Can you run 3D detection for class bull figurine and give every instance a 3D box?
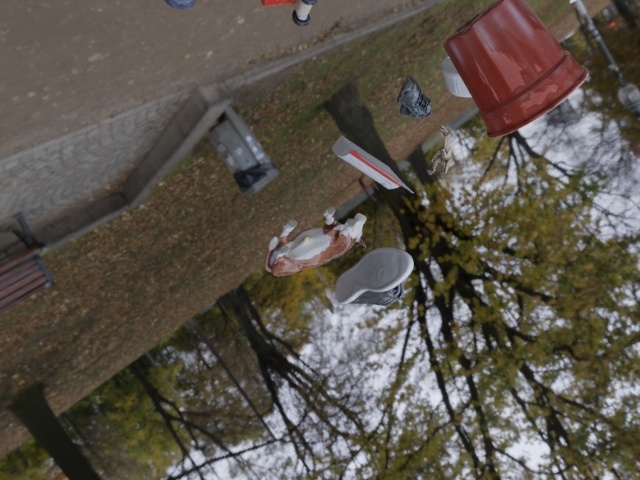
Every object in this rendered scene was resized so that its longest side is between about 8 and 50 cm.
[{"bbox_3d":[0.000,0.000,1.343,0.311,0.101,0.188,-26,155,-15],"label":"bull figurine"}]

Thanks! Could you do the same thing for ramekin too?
[{"bbox_3d":[0.672,-0.736,2.283,0.273,0.127,0.272,-10,-142,8],"label":"ramekin"}]

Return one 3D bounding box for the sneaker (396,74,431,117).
[{"bbox_3d":[0.325,-0.478,1.745,0.101,0.106,0.267,-66,168,5],"label":"sneaker"}]

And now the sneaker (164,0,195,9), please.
[{"bbox_3d":[-0.302,-0.660,1.081,0.112,0.318,0.131,-7,-177,-28],"label":"sneaker"}]

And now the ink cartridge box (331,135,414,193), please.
[{"bbox_3d":[0.139,-0.197,1.438,0.066,0.189,0.232,-52,-156,19],"label":"ink cartridge box"}]

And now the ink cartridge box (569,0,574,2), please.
[{"bbox_3d":[0.575,-0.769,1.193,0.091,0.384,0.308,8,-146,47],"label":"ink cartridge box"}]

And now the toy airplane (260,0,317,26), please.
[{"bbox_3d":[0.000,-0.865,1.556,0.386,0.272,0.384,-38,-177,30],"label":"toy airplane"}]

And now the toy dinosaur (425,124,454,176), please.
[{"bbox_3d":[0.302,-0.198,1.257,0.092,0.053,0.183,-55,156,-16],"label":"toy dinosaur"}]

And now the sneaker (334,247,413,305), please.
[{"bbox_3d":[0.169,0.092,1.295,0.147,0.104,0.296,5,157,-29],"label":"sneaker"}]

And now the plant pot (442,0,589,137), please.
[{"bbox_3d":[0.458,-0.442,1.277,0.272,0.265,0.272,-38,-169,9],"label":"plant pot"}]
